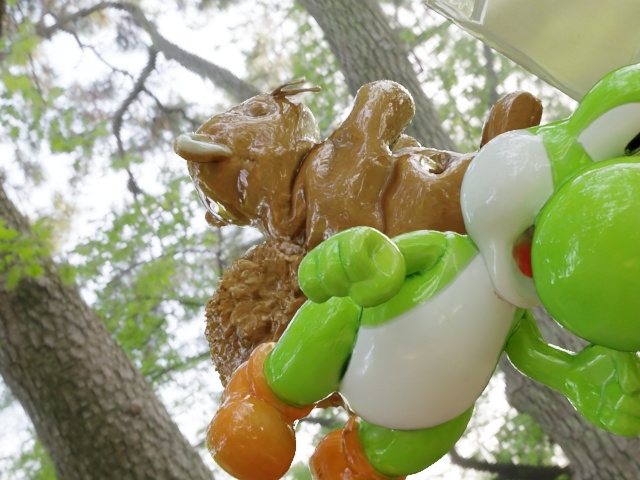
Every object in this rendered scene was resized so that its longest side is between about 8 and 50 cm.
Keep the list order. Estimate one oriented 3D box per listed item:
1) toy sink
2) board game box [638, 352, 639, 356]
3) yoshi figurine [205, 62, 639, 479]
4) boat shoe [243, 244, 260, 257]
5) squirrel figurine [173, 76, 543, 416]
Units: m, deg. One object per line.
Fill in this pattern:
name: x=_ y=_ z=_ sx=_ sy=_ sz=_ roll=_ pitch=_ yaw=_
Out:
toy sink: x=0.227 y=-0.232 z=0.801 sx=0.153 sy=0.234 sz=0.131 roll=-29 pitch=-34 yaw=-32
board game box: x=0.390 y=0.042 z=0.974 sx=0.086 sy=0.308 sz=0.302 roll=-7 pitch=-25 yaw=7
yoshi figurine: x=0.100 y=0.053 z=0.566 sx=0.362 sy=0.203 sz=0.204 roll=-46 pitch=-24 yaw=18
boat shoe: x=-0.091 y=0.075 z=1.222 sx=0.050 sy=0.135 sz=0.045 roll=2 pitch=6 yaw=17
squirrel figurine: x=0.000 y=0.000 z=1.028 sx=0.281 sy=0.371 sz=0.396 roll=78 pitch=-147 yaw=-69
